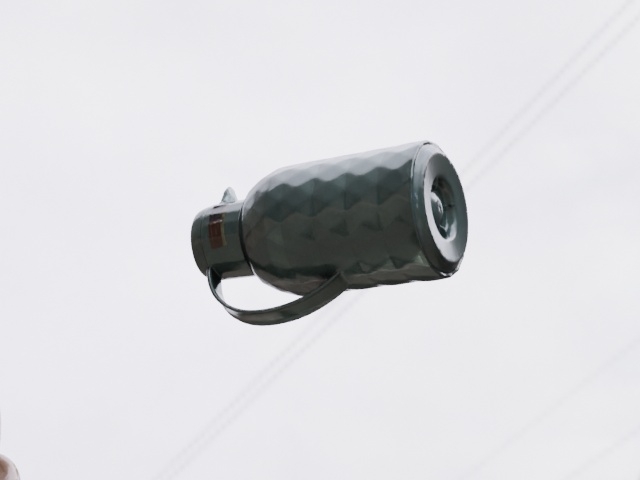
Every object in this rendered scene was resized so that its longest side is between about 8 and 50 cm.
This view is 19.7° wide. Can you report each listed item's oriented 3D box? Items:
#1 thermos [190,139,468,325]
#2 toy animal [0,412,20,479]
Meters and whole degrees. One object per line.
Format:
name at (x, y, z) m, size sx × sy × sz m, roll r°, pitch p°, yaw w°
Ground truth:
thermos at (0.000, 0.000, 1.920) m, size 0.286 × 0.182 × 0.145 m, roll -10°, pitch -39°, yaw 25°
toy animal at (-0.371, 0.151, 1.400) m, size 0.221 × 0.210 × 0.229 m, roll -41°, pitch -28°, yaw 30°
